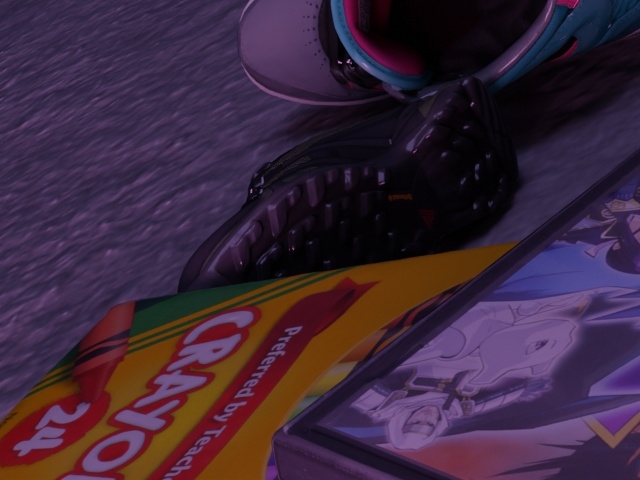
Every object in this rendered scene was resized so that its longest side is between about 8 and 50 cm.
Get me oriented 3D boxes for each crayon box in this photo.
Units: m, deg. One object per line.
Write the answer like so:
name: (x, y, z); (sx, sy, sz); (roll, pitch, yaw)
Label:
crayon box: (0.001, 0.089, 0.668); (0.318, 0.081, 0.202); (-9, 26, 37)

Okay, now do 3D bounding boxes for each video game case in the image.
video game case: (0.168, 0.041, 0.525); (0.275, 0.035, 0.248); (19, 42, 41)

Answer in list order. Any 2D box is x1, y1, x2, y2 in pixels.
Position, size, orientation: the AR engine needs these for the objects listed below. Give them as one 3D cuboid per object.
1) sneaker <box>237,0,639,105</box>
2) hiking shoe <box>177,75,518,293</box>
sneaker: (0.040, -0.127, 1.043); (0.295, 0.124, 0.178); (-10, 2, 34)
hiking shoe: (0.000, 0.000, 0.904); (0.114, 0.086, 0.227); (-17, 12, 45)
